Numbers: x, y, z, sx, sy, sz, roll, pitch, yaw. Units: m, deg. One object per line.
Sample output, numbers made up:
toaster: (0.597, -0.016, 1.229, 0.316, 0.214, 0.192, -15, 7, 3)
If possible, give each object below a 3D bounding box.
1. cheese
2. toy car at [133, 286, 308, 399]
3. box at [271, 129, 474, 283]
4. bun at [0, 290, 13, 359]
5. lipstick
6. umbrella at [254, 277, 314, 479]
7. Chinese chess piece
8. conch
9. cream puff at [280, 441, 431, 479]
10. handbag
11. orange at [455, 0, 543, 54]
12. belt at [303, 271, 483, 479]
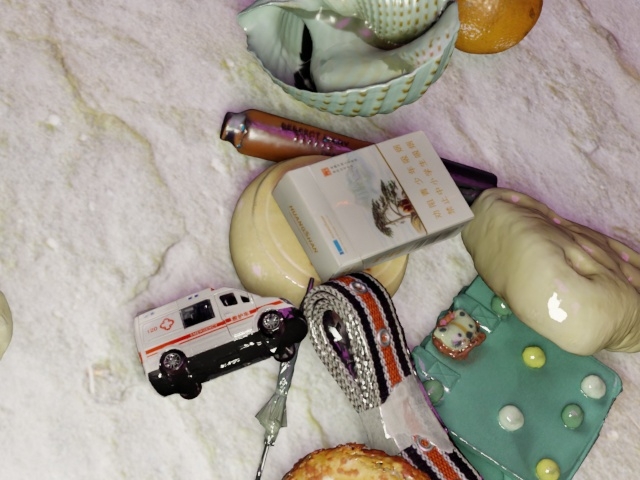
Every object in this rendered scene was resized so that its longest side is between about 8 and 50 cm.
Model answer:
cheese: (0.369, 0.078, 1.622, 0.351, 0.129, 0.328, 29, 18, -10)
toy car: (-0.124, 0.111, 1.457, 0.209, 0.089, 0.108, -21, 56, -1)
box: (0.072, -0.047, 1.574, 0.233, 0.067, 0.149, -19, 69, -31)
bun: (-0.449, 0.089, 1.368, 0.183, 0.102, 0.183, 11, 53, -16)
lipstick: (0.059, -0.115, 1.728, 0.418, 0.077, 0.077, 13, 56, -14)
umbrella: (-0.048, 0.175, 1.490, 0.044, 0.044, 0.269, 14, 73, 4)
Chinese chess piece: (0.000, 0.000, 1.616, 0.251, 0.097, 0.251, 10, 58, -17)
conch: (0.057, -0.300, 1.762, 0.319, 0.215, 0.303, -20, 59, 2)
cream puff: (0.042, 0.355, 1.354, 0.240, 0.164, 0.240, -7, 60, 13)
handbag: (0.253, 0.204, 1.593, 0.274, 0.100, 0.269, 40, 53, 5)
orange: (0.252, -0.406, 1.933, 0.224, 0.170, 0.224, 27, 34, -20)
belt: (0.091, 0.209, 1.462, 0.094, 0.126, 0.359, -22, 87, -40)
